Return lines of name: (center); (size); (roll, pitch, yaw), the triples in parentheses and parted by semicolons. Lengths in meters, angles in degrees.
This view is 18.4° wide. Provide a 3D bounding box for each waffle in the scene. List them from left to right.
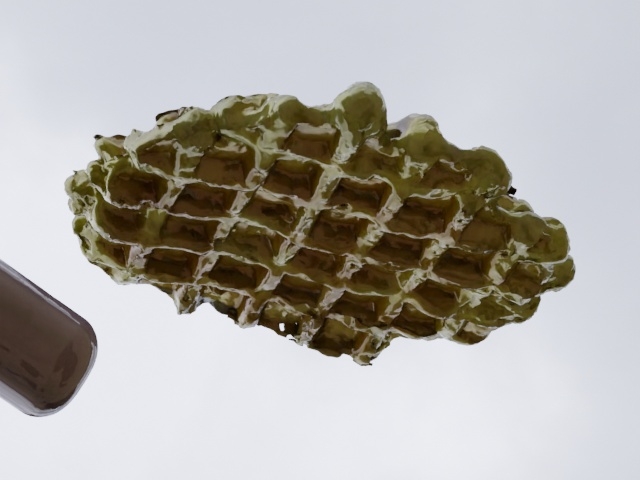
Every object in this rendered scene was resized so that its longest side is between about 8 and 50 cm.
waffle: (0.000, -0.003, 1.287); (0.312, 0.307, 0.060); (37, -130, -38)

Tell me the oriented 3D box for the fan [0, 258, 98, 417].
fan: (-0.226, 0.010, 1.048); (0.244, 0.074, 0.130); (37, -113, -14)
